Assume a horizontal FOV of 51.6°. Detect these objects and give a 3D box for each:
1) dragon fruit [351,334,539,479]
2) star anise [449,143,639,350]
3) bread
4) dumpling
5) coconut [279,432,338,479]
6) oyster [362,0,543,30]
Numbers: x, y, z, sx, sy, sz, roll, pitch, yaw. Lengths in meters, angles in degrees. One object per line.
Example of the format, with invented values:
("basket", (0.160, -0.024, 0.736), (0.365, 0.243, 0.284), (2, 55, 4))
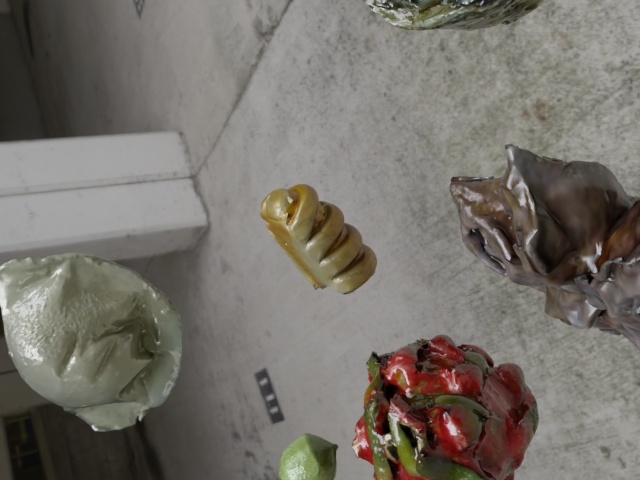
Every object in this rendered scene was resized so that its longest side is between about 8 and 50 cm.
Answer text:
("dragon fruit", (0.168, 0.253, 0.922), (0.231, 0.302, 0.237), (8, 86, 42))
("star anise", (0.251, 0.026, 0.553), (0.118, 0.331, 0.331), (-61, 34, 1))
("bread", (0.000, 0.000, 0.845), (0.177, 0.084, 0.119), (49, 166, -21))
("dumpling", (-0.208, 0.088, 0.622), (0.181, 0.154, 0.111), (75, 176, -52))
("coconut", (-0.014, 0.331, 0.984), (0.088, 0.096, 0.088), (58, -177, -4))
("oyster", (0.081, -0.256, 0.540), (0.351, 0.162, 0.158), (46, 166, 50))
